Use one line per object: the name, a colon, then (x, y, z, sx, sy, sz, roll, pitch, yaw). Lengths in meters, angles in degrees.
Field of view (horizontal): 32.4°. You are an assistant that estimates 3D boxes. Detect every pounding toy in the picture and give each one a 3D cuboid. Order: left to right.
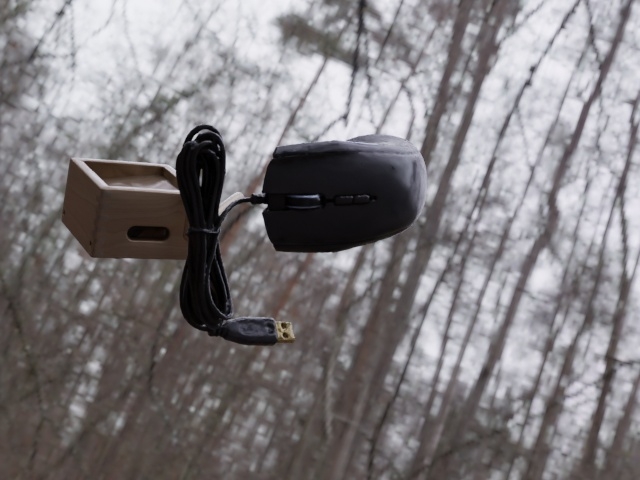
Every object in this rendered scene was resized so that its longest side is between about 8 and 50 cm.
pounding toy: (-0.181, -0.018, 1.276, 0.181, 0.094, 0.206, 2, 19, -30)

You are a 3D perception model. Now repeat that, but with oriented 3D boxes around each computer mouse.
computer mouse: (0.000, 0.000, 0.932, 0.262, 0.184, 0.060, -1, 9, -36)
